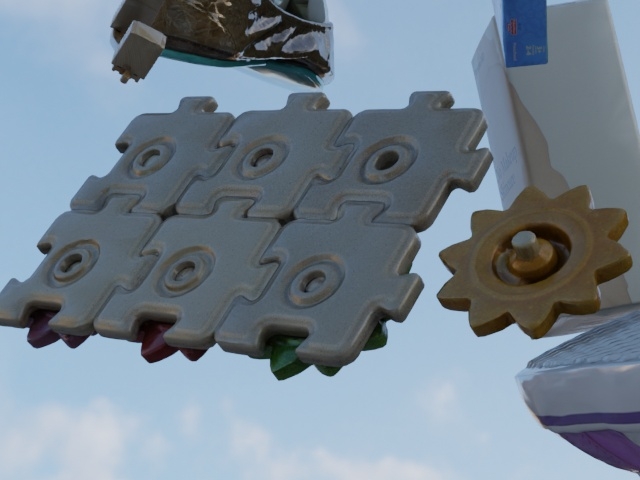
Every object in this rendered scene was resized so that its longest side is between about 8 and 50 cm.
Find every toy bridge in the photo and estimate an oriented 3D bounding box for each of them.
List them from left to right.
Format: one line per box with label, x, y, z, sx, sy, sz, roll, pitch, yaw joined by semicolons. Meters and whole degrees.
toy bridge;-0.120;-0.162;0.974;0.026;0.188;0.063;26;-53;-18

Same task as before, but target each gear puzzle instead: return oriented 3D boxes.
gear puzzle;0.000;0.000;0.699;0.339;0.175;0.044;3;-42;38

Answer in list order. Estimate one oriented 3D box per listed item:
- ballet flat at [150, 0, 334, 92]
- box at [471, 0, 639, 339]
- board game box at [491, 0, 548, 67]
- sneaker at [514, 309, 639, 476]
ballet flat;-0.055;-0.198;1.218;0.116;0.124;0.342;16;5;19
box;0.249;-0.069;1.437;0.121;0.311;0.148;-9;-14;-6
board game box;0.157;-0.254;1.170;0.039;0.211;0.160;-4;-62;4
sneaker;0.184;0.100;0.517;0.102;0.161;0.282;-21;8;-29
